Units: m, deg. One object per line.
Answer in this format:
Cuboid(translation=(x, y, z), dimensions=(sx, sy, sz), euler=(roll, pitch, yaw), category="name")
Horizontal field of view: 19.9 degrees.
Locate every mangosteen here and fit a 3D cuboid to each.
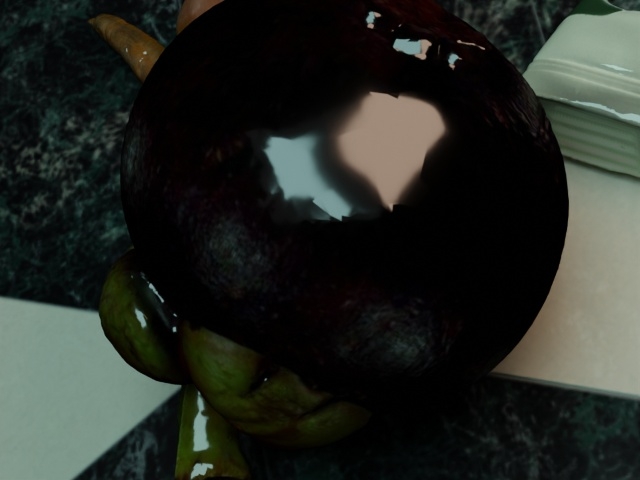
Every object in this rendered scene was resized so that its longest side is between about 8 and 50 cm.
Cuboid(translation=(0.000, 0.000, 1.495), dimensions=(0.382, 0.382, 0.435), euler=(43, 122, 29), category="mangosteen")

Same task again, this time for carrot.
Cuboid(translation=(-0.155, -0.168, 1.769), dimensions=(0.057, 0.057, 0.224), euler=(-45, 58, -7), category="carrot")

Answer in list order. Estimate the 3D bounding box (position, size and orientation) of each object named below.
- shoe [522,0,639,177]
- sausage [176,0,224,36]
Cuboid(translation=(0.353, -0.123, 1.550), dimensions=(0.363, 0.132, 0.160), euler=(17, 66, 27), category="shoe")
Cuboid(translation=(-0.053, -0.269, 1.751), dimensions=(0.113, 0.113, 0.259), euler=(17, 70, 23), category="sausage")
